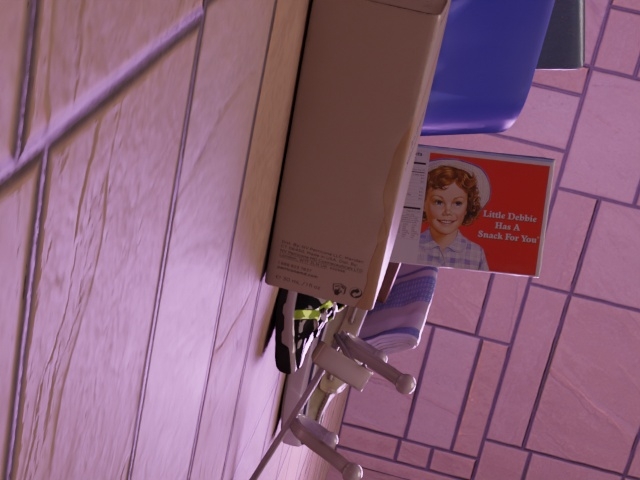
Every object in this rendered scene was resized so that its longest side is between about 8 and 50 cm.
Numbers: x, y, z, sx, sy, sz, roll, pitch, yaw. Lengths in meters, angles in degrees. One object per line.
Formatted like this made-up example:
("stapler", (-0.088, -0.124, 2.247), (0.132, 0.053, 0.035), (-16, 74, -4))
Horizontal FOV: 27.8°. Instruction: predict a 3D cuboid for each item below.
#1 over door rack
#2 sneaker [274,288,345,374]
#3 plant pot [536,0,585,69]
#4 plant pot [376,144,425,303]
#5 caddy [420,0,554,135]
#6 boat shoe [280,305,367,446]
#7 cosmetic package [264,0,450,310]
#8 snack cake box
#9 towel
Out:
("over door rack", (-0.008, 0.219, 1.308), (0.239, 0.108, 0.324), (-59, 175, 1))
("sneaker", (0.013, 0.043, 1.438), (0.084, 0.097, 0.234), (93, 12, -64))
("plant pot", (0.232, -0.400, 1.721), (0.247, 0.247, 0.252), (-85, 175, -46))
("plant pot", (0.084, -0.036, 1.880), (0.237, 0.110, 0.237), (19, 90, -88))
("caddy", (0.124, -0.266, 1.391), (0.241, 0.179, 0.341), (-106, -159, -52))
("boat shoe", (0.013, 0.153, 1.762), (0.109, 0.094, 0.302), (-64, 167, -68))
("cosmetic package", (0.037, -0.109, 1.203), (0.160, 0.113, 0.309), (-68, 172, -55))
("snack cake box", (0.149, -0.044, 1.627), (0.089, 0.264, 0.152), (-123, -140, -85))
("towel", (0.089, 0.071, 1.998), (0.034, 0.209, 0.285), (49, 42, -31))
